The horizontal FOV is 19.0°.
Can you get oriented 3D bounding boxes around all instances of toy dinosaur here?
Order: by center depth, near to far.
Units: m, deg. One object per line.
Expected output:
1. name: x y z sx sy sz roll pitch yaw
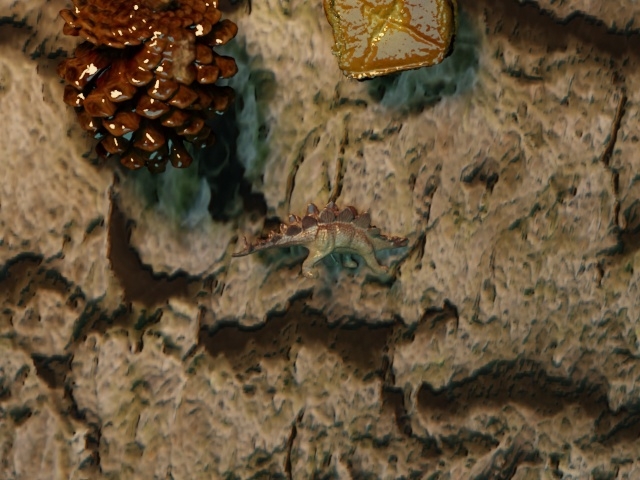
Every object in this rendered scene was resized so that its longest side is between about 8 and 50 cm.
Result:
1. toy dinosaur: -0.001 -0.001 2.101 0.209 0.039 0.082 -5 108 -18

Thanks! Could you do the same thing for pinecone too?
1. pinecone: -0.176 -0.164 1.948 0.186 0.168 0.212 -2 111 -10

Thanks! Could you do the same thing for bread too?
1. bread: 0.073 -0.240 2.009 0.140 0.069 0.127 -14 111 1
